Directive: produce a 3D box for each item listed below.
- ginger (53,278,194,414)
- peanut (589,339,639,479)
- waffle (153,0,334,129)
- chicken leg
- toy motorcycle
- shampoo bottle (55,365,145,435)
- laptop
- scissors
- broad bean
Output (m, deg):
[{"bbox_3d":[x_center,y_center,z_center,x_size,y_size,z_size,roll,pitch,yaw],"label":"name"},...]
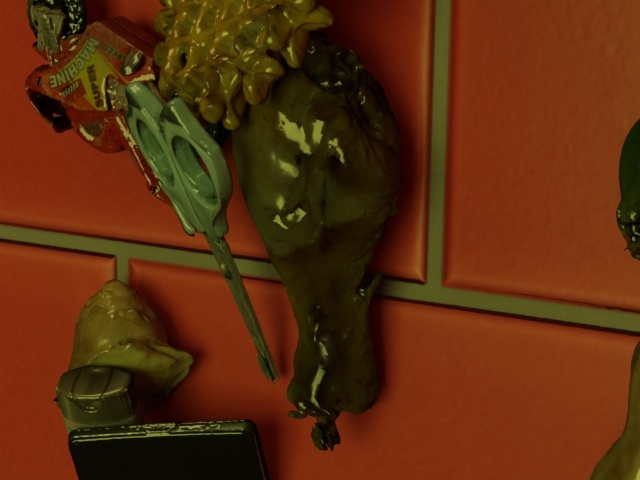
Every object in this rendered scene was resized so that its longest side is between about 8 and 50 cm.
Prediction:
[{"bbox_3d":[-0.243,0.132,1.691,0.193,0.115,0.122,-44,53,37],"label":"ginger"},{"bbox_3d":[0.316,0.206,1.321,0.149,0.149,0.313,22,109,27],"label":"peanut"},{"bbox_3d":[-0.083,-0.244,1.445,0.260,0.069,0.293,-49,35,24],"label":"waffle"},{"bbox_3d":[0.000,0.000,1.491,0.201,0.153,0.429,12,112,44],"label":"chicken leg"},{"bbox_3d":[-0.218,-0.160,1.617,0.298,0.089,0.171,36,117,21],"label":"toy motorcycle"},{"bbox_3d":[-0.229,0.240,1.655,0.086,0.056,0.227,-1,126,9],"label":"shampoo bottle"},{"bbox_3d":[-0.159,0.258,1.609,0.207,0.026,0.153,-4,126,9],"label":"laptop"},{"bbox_3d":[-0.107,0.005,1.509,0.191,0.029,0.360,26,141,54],"label":"scissors"},{"bbox_3d":[0.374,-0.083,1.288,0.292,0.049,0.144,-19,94,35],"label":"broad bean"}]
